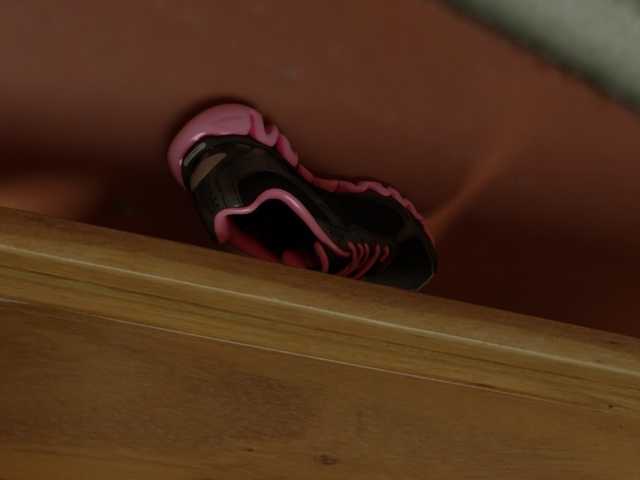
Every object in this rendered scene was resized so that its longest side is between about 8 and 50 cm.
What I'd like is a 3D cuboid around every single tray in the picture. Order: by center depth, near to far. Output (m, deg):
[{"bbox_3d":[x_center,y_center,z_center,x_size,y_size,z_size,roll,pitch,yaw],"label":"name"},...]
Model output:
[{"bbox_3d":[0.023,0.123,0.324,0.411,0.203,0.076,12,160,-14],"label":"tray"}]

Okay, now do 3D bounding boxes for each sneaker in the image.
[{"bbox_3d":[0.000,0.000,0.358,0.119,0.057,0.047,25,115,-35],"label":"sneaker"}]
